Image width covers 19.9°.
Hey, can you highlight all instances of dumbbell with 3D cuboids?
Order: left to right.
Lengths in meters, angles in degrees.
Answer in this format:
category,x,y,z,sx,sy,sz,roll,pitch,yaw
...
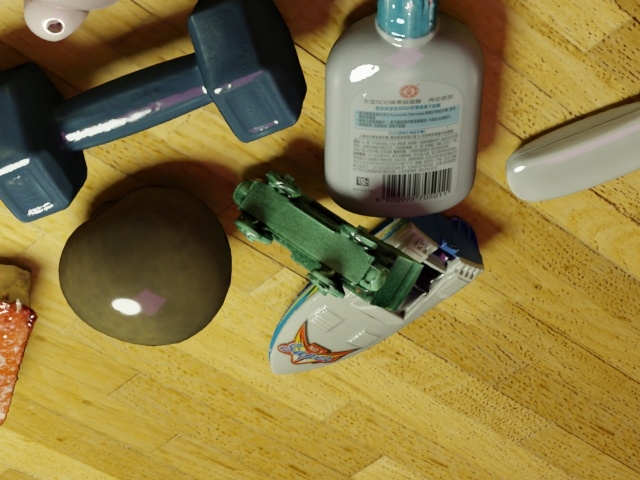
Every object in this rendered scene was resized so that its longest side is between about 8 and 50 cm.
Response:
category,x,y,z,sx,sy,sz,roll,pitch,yaw
dumbbell,-0.179,-0.135,1.778,0.325,0.160,0.144,-18,106,11

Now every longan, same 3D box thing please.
category,x,y,z,sx,sy,sz,roll,pitch,yaw
longan,-0.186,0.030,1.958,0.189,0.189,0.189,-5,139,-4

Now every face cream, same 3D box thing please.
category,x,y,z,sx,sy,sz,roll,pitch,yaw
face cream,0.084,-0.158,1.844,0.163,0.080,0.336,-4,139,-2

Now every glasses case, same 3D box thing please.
category,x,y,z,sx,sy,sz,roll,pitch,yaw
glasses case,0.295,-0.096,1.973,0.197,0.049,0.076,-21,137,14

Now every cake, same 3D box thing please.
category,x,y,z,sx,sy,sz,roll,pitch,yaw
cake,-0.355,0.113,2.073,0.117,0.086,0.220,-13,138,8

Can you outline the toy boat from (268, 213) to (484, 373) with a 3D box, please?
category,x,y,z,sx,sy,sz,roll,pitch,yaw
toy boat,0.045,0.075,2.096,0.129,0.088,0.295,29,126,-35

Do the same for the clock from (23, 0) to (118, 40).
category,x,y,z,sx,sy,sz,roll,pitch,yaw
clock,-0.231,-0.358,1.504,0.342,0.184,0.326,-33,129,18

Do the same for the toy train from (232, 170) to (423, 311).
category,x,y,z,sx,sy,sz,roll,pitch,yaw
toy train,0.000,-0.001,1.941,0.083,0.200,0.132,-57,153,6
